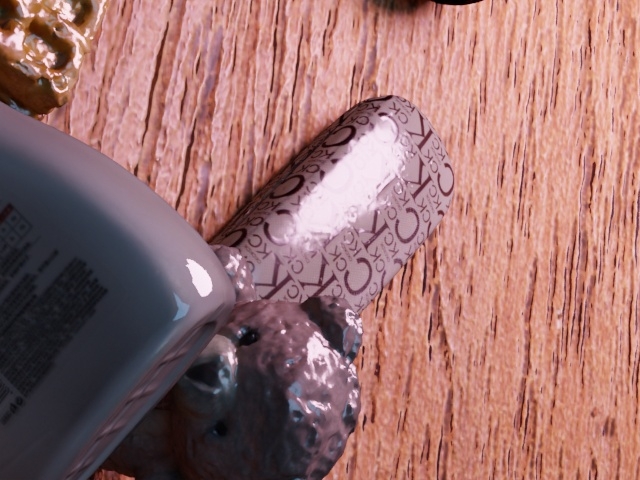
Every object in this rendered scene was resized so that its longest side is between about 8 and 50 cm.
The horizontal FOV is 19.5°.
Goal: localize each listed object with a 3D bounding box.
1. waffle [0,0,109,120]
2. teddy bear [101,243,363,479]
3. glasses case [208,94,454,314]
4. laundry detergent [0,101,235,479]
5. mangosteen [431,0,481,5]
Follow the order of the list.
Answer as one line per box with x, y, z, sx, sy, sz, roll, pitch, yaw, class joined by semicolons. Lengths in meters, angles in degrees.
-0.297;-0.266;1.466;0.327;0.098;0.224;38;62;-29;waffle
-0.095;0.119;1.457;0.151;0.267;0.236;26;79;-42;teddy bear
0.000;0.000;1.678;0.355;0.085;0.137;-47;113;-36;glasses case
-0.277;-0.009;1.349;0.398;0.264;0.125;44;20;10;laundry detergent
0.139;-0.304;1.812;0.152;0.152;0.152;8;77;-39;mangosteen
